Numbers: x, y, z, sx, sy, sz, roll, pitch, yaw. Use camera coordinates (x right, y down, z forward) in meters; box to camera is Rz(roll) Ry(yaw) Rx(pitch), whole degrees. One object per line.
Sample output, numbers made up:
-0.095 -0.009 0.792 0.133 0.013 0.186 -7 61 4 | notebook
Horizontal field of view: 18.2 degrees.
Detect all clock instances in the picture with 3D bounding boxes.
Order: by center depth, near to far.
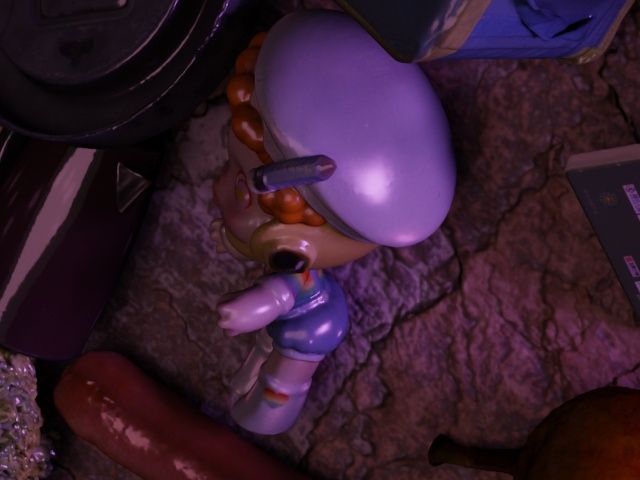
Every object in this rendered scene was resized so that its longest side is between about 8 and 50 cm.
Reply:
-0.188 -0.233 1.734 0.318 0.066 0.319 -8 74 29 | clock

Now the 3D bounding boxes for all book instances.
0.346 -0.009 1.540 0.264 0.027 0.202 -9 130 29 | book

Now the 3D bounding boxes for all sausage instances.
-0.067 0.227 1.835 0.419 0.094 0.094 29 143 18 | sausage

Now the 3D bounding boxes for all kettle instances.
-0.242 -0.035 1.851 0.202 0.144 0.232 48 114 44 | kettle

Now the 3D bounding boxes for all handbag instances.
0.134 -0.266 1.509 0.222 0.241 0.263 41 116 26 | handbag

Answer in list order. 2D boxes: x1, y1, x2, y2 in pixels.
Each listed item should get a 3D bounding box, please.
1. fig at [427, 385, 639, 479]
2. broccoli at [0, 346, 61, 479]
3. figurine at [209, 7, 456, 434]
0.204 0.185 1.644 0.290 0.190 0.191 31 115 33 | fig
-0.388 0.145 1.884 0.249 0.302 0.375 -26 91 -10 | broccoli
-0.001 -0.017 1.722 0.205 0.225 0.382 9 137 -7 | figurine
